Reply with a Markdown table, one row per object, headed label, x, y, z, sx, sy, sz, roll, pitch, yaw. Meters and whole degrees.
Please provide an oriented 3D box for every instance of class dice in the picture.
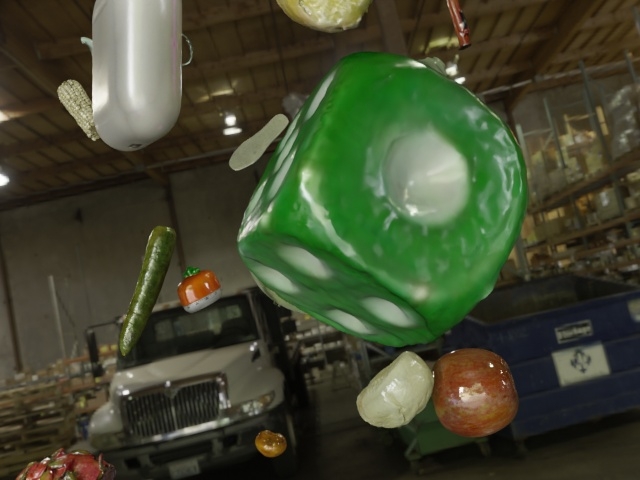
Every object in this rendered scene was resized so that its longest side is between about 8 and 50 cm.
| label | x | y | z | sx | sy | sz | roll | pitch | yaw |
| --- | --- | --- | --- | --- | --- | --- | --- | --- | --- |
| dice | 0.074 | -0.044 | 0.882 | 0.297 | 0.287 | 0.300 | 31 | -21 | -13 |

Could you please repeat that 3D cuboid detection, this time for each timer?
| label | x | y | z | sx | sy | sz | roll | pitch | yaw |
| --- | --- | --- | --- | --- | --- | --- | --- | --- | --- |
| timer | -0.355 | 0.133 | 1.887 | 0.136 | 0.136 | 0.099 | -5 | -17 | -47 |

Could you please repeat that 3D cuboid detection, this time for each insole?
| label | x | y | z | sx | sy | sz | roll | pitch | yaw |
| --- | --- | --- | --- | --- | --- | --- | --- | --- | --- |
| insole | -0.157 | -0.250 | 1.679 | 0.192 | 0.063 | 0.010 | -45 | -17 | -1 |

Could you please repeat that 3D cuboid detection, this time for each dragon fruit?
| label | x | y | z | sx | sy | sz | roll | pitch | yaw |
| --- | --- | --- | --- | --- | --- | --- | --- | --- | --- |
| dragon fruit | -0.818 | 0.778 | 2.057 | 0.263 | 0.314 | 0.296 | 22 | -14 | 3 |

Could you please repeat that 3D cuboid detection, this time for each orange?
| label | x | y | z | sx | sy | sz | roll | pitch | yaw |
| --- | --- | --- | --- | --- | --- | --- | --- | --- | --- |
| orange | -0.136 | 0.555 | 1.777 | 0.086 | 0.062 | 0.086 | 13 | -3 | 1 |

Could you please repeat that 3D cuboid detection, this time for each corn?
| label | x | y | z | sx | sy | sz | roll | pitch | yaw |
| --- | --- | --- | --- | --- | --- | --- | --- | --- | --- |
| corn | -0.754 | -0.418 | 2.077 | 0.087 | 0.211 | 0.087 | -37 | -13 | -10 |

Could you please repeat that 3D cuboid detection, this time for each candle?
| label | x | y | z | sx | sy | sz | roll | pitch | yaw |
| --- | --- | --- | --- | --- | --- | --- | --- | --- | --- |
| candle | 0.216 | -0.394 | 1.072 | 0.021 | 0.167 | 0.026 | -9 | -10 | -31 |

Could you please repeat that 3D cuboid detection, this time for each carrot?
| label | x | y | z | sx | sy | sz | roll | pitch | yaw |
| --- | --- | --- | --- | --- | --- | --- | --- | --- | --- |
| carrot | -0.462 | 0.132 | 1.743 | 0.074 | 0.358 | 0.074 | 14 | -14 | 4 |

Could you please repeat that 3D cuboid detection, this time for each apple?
| label | x | y | z | sx | sy | sz | roll | pitch | yaw |
| --- | --- | --- | --- | --- | --- | --- | --- | --- | --- |
| apple | 0.329 | 0.323 | 1.402 | 0.174 | 0.188 | 0.188 | -16 | -8 | 14 |

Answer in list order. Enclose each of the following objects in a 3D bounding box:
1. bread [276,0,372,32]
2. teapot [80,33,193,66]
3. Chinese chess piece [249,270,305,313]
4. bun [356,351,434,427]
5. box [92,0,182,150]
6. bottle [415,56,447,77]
| label | x | y | z | sx | sy | sz | roll | pitch | yaw |
| --- | --- | --- | --- | --- | --- | --- | --- | --- | --- |
| bread | 0.017 | -0.436 | 1.063 | 0.197 | 0.197 | 0.170 | -11 | 29 | -8 |
| teapot | -0.499 | -0.515 | 1.815 | 0.294 | 0.129 | 0.193 | -8 | 26 | -3 |
| Chinese chess piece | 0.000 | 0.000 | 1.493 | 0.349 | 0.349 | 0.146 | -12 | 30 | -3 |
| bun | 0.158 | 0.315 | 1.347 | 0.188 | 0.111 | 0.164 | -48 | -4 | 24 |
| box | -0.367 | -0.361 | 1.303 | 0.141 | 0.349 | 0.288 | 0 | -2 | -29 |
| bottle | 0.244 | -0.273 | 1.504 | 0.229 | 0.229 | 0.351 | -17 | -41 | 33 |
